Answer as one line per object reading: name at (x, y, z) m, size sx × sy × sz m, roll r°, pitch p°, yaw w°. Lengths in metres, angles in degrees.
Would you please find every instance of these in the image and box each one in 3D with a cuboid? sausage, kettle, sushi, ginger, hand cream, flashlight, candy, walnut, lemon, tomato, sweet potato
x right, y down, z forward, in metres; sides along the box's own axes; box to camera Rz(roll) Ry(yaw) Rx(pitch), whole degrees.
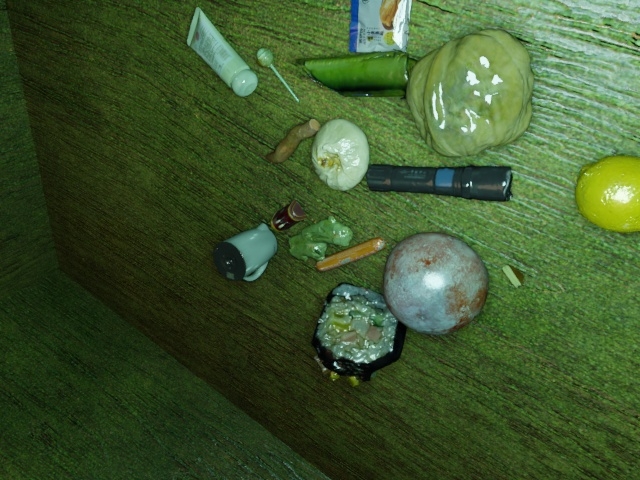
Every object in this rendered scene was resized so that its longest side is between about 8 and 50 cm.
sausage at (0.102, 0.055, 1.573) m, size 0.347 × 0.053 × 0.053 m, roll -23°, pitch 102°, yaw 42°
kettle at (-0.282, 0.065, 1.724) m, size 0.161 × 0.236 × 0.221 m, roll 12°, pitch 117°, yaw 28°
sushi at (0.135, 0.365, 1.582) m, size 0.328 × 0.328 × 0.285 m, roll 9°, pitch 135°, yaw 12°
ginger at (-0.003, 0.000, 1.598) m, size 0.290 × 0.089 × 0.137 m, roll -32°, pitch 78°, yaw 38°
hand cream at (-0.336, -0.613, 1.453) m, size 0.306 × 0.093 × 0.147 m, roll 47°, pitch 138°, yaw 4°
flashlight at (0.325, -0.170, 1.251) m, size 0.423 × 0.103 × 0.103 m, roll 8°, pitch 121°, yaw 33°
candy at (-0.133, -0.527, 1.398) m, size 0.061 × 0.061 × 0.202 m, roll -28°, pitch 107°, yaw 42°
walnut at (0.350, -0.335, 1.023) m, size 0.253 × 0.282 × 0.277 m, roll -25°, pitch 110°, yaw 1°
lemon at (0.681, -0.108, 0.989) m, size 0.206 × 0.173 × 0.174 m, roll 44°, pitch 137°, yaw 36°
tomato at (0.339, 0.127, 1.310) m, size 0.316 × 0.283 × 0.317 m, roll 15°, pitch 134°, yaw 17°
sweet potato at (-0.111, -0.325, 1.490) m, size 0.281 × 0.059 × 0.067 m, roll -31°, pitch 87°, yaw 41°

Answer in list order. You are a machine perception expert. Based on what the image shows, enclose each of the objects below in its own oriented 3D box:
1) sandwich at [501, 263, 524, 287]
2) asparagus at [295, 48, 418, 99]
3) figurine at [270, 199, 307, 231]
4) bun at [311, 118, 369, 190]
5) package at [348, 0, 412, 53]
sandwich at (0.576, 0.106, 1.282) m, size 0.031 × 0.044 × 0.083 m, roll -59°, pitch 35°, yaw 37°
asparagus at (0.099, -0.463, 1.227) m, size 0.381 × 0.108 × 0.128 m, roll 12°, pitch 148°, yaw 32°
figurine at (-0.138, -0.074, 1.636) m, size 0.154 × 0.098 × 0.082 m, roll -29°, pitch 102°, yaw 40°
bun at (0.048, -0.263, 1.353) m, size 0.222 × 0.127 × 0.222 m, roll 14°, pitch 112°, yaw 39°
package at (0.157, -0.590, 1.160) m, size 0.173 × 0.027 × 0.171 m, roll 13°, pitch 123°, yaw 23°
